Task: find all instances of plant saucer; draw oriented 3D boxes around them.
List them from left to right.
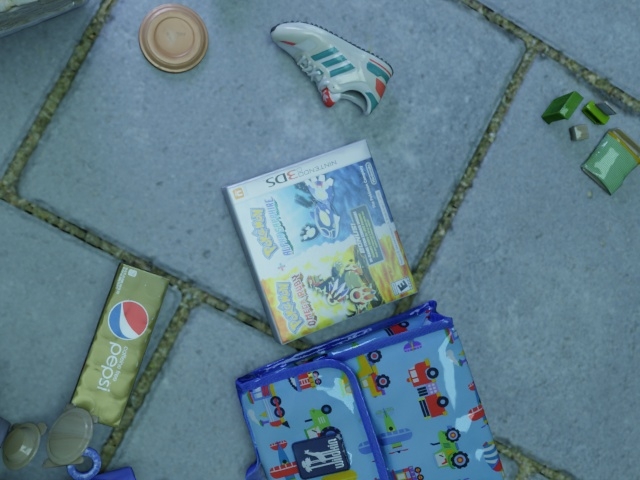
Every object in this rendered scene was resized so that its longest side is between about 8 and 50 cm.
[{"bbox_3d":[-0.176,-0.243,1.145,0.083,0.013,0.083,0,90,-14],"label":"plant saucer"}]

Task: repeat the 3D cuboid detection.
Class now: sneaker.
[{"bbox_3d":[0.008,-0.208,1.167,0.161,0.057,0.075,22,79,-15],"label":"sneaker"}]

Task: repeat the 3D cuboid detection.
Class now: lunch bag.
[{"bbox_3d":[0.046,0.231,1.158,0.293,0.138,0.221,-20,96,-1],"label":"lunch bag"}]

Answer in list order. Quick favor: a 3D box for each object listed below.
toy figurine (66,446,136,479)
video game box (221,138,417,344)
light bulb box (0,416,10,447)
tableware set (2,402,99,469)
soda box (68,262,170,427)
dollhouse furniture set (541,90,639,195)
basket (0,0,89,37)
[{"bbox_3d":[-0.215,0.330,1.054,0.362,0.191,0.217,-12,88,-14],"label":"toy figurine"},{"bbox_3d":[0.000,0.000,1.172,0.187,0.048,0.205,-20,95,-10],"label":"video game box"},{"bbox_3d":[-0.512,0.194,0.887,0.361,0.358,0.225,34,80,-11],"label":"light bulb box"},{"bbox_3d":[-0.309,0.258,1.037,0.020,0.141,0.169,44,46,-48],"label":"tableware set"},{"bbox_3d":[-0.234,0.120,1.108,0.061,0.058,0.181,20,86,-13],"label":"soda box"},{"bbox_3d":[0.367,-0.134,1.254,0.151,0.058,0.076,40,82,-10],"label":"dollhouse furniture set"},{"bbox_3d":[-0.421,-0.340,0.932,0.328,0.266,0.331,-22,108,-11],"label":"basket"}]
